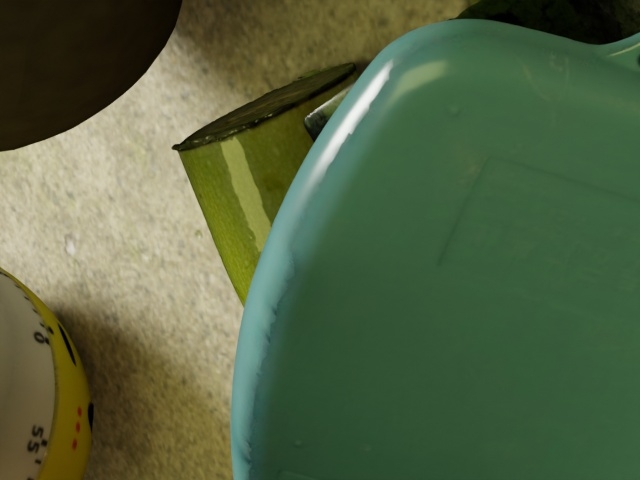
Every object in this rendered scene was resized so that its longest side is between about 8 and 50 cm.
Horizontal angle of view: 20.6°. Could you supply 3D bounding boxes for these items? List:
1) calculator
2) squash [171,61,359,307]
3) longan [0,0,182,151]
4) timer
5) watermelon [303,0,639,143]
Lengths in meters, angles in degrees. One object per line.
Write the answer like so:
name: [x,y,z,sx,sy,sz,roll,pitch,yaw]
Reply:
calculator: [0.093,0.047,0.878,0.256,0.054,0.386,17,131,-5]
squash: [0.000,0.000,1.018,0.123,0.123,0.186,-17,97,48]
longan: [-0.215,-0.219,0.997,0.361,0.361,0.360,21,121,40]
timer: [-0.283,0.147,1.315,0.285,0.285,0.285,21,121,40]
watermelon: [0.090,-0.056,0.878,0.137,0.145,0.193,27,125,42]
